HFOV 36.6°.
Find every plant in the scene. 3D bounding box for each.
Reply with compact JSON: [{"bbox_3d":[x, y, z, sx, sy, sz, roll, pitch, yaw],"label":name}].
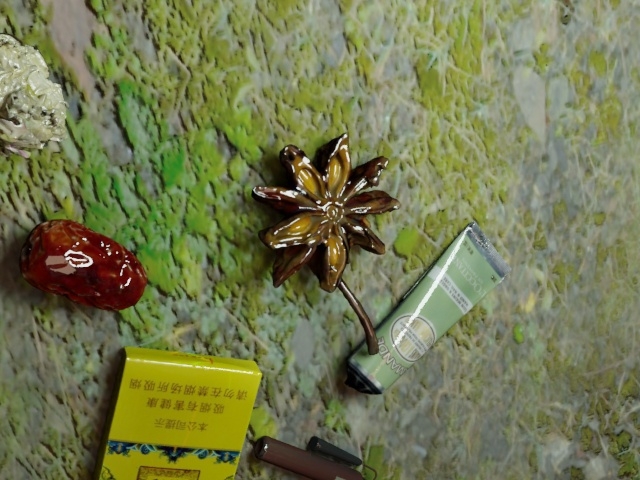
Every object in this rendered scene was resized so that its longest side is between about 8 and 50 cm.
[{"bbox_3d":[-0.298,-0.123,0.900,0.122,0.104,0.116,-32,88,23],"label":"plant"}]

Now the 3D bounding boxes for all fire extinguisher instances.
[{"bbox_3d":[0.004,0.264,1.147,0.173,0.035,0.049,27,61,-23],"label":"fire extinguisher"}]

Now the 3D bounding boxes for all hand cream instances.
[{"bbox_3d":[0.118,0.087,1.107,0.235,0.055,0.086,-44,118,-6],"label":"hand cream"}]

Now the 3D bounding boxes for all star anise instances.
[{"bbox_3d":[0.001,0.003,1.020,0.177,0.073,0.233,6,91,-27],"label":"star anise"}]

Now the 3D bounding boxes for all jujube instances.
[{"bbox_3d":[-0.233,0.027,0.964,0.129,0.077,0.077,25,100,-28],"label":"jujube"}]

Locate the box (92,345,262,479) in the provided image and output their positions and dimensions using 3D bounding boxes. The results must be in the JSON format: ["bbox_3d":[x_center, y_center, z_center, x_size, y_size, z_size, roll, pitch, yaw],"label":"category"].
[{"bbox_3d":[-0.173,0.256,1.084,0.153,0.041,0.278,10,105,-21],"label":"box"}]
